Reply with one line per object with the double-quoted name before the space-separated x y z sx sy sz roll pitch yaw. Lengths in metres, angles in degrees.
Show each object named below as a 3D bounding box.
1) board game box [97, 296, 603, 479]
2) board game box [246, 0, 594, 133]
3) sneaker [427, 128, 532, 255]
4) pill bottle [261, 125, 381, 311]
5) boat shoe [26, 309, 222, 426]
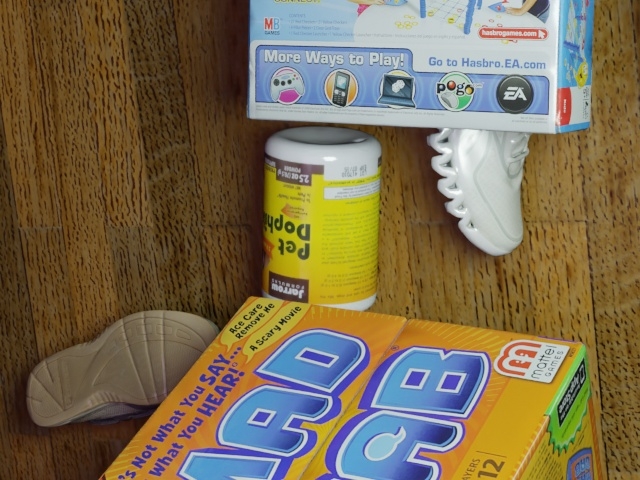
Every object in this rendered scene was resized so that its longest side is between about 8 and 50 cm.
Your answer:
"board game box" 0.038 0.314 1.581 0.356 0.356 0.356 6 127 28
"board game box" 0.087 -0.252 1.520 0.308 0.086 0.302 5 99 28
"sneaker" 0.161 -0.129 1.610 0.118 0.110 0.292 -7 100 21
"pill bottle" 0.000 0.000 1.719 0.117 0.117 0.215 9 107 27
"boat shoe" -0.200 0.143 1.885 0.285 0.092 0.103 -22 72 34
